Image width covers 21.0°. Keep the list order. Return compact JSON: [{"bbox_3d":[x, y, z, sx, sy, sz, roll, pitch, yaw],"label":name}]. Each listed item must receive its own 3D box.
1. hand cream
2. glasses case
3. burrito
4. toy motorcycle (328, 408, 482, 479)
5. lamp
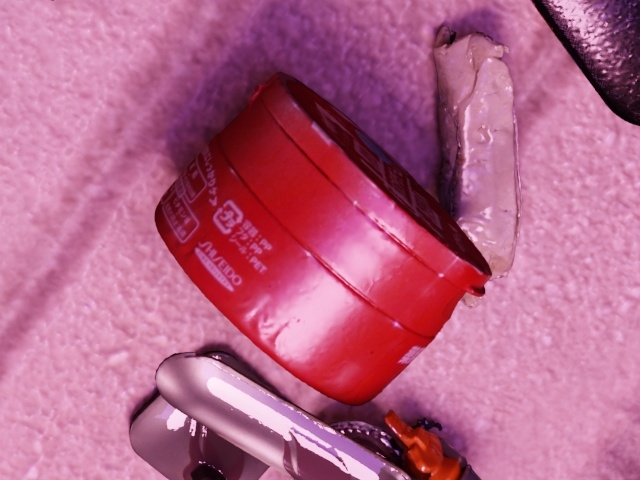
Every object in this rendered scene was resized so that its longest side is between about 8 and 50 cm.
[{"bbox_3d":[0.000,0.000,1.264,0.149,0.230,0.230,-44,111,8],"label":"hand cream"},{"bbox_3d":[0.202,-0.224,1.294,0.122,0.082,0.321,-38,111,3],"label":"glasses case"},{"bbox_3d":[0.122,-0.054,1.356,0.063,0.058,0.229,-9,110,-10],"label":"burrito"},{"bbox_3d":[0.038,0.305,1.431,0.221,0.148,0.325,29,110,4],"label":"toy motorcycle"},{"bbox_3d":[-0.079,0.146,1.289,0.203,0.283,0.124,43,81,-19],"label":"lamp"}]
